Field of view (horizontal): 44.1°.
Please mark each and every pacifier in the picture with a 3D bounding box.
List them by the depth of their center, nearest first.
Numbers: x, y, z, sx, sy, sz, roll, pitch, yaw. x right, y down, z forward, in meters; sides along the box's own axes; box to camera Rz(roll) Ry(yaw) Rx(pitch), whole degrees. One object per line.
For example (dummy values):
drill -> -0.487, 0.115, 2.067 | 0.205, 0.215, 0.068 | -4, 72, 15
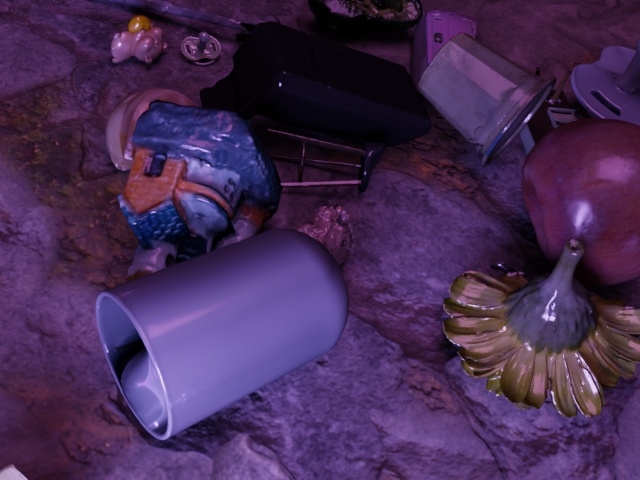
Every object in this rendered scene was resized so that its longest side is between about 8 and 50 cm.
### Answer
pacifier -> -0.240, -0.395, 1.602 | 0.083, 0.064, 0.068 | -10, 69, -21
pacifier -> 0.679, -0.345, 1.655 | 0.244, 0.233, 0.299 | 42, 54, 19

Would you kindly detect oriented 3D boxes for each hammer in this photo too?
hammer -> -0.301, -0.489, 1.676 | 0.427, 0.044, 0.152 | 16, 25, 9

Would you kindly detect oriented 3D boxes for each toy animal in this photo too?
toy animal -> -0.354, -0.390, 1.560 | 0.082, 0.091, 0.114 | 44, 51, 7

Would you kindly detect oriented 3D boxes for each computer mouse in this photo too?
computer mouse -> 0.279, -0.388, 1.709 | 0.158, 0.072, 0.310 | 9, 49, -3

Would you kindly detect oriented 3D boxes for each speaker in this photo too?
speaker -> -0.007, -0.258, 1.476 | 0.388, 0.184, 0.180 | 10, 45, -30

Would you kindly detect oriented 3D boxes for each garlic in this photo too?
garlic -> -0.295, -0.216, 1.396 | 0.128, 0.115, 0.206 | 37, 48, 28

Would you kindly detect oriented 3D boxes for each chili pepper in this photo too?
chili pepper -> 0.095, -0.512, 1.767 | 0.264, 0.116, 0.148 | -11, 64, -21

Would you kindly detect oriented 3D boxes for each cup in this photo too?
cup -> -0.124, 0.113, 1.081 | 0.312, 0.205, 0.205 | -22, 57, -31

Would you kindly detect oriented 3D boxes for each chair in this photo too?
chair -> 0.006, -0.134, 1.412 | 0.221, 0.104, 0.095 | 2, 74, -5

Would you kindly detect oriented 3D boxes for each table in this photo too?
table -> 0.478, -0.246, 1.602 | 0.121, 0.111, 0.240 | 3, 48, -12

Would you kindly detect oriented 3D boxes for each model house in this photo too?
model house -> -0.195, -0.020, 1.179 | 0.184, 0.253, 0.291 | 11, 63, 14

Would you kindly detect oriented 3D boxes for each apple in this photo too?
apple -> 0.471, -0.067, 1.317 | 0.235, 0.306, 0.306 | -16, 49, 8

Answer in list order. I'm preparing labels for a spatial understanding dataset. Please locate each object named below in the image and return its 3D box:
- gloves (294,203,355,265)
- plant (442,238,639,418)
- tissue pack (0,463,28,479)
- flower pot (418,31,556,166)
gloves -> -0.004, 0.006, 1.276 | 0.144, 0.110, 0.094 | -34, 68, -2
plant -> 0.334, 0.097, 1.215 | 0.306, 0.297, 0.261 | -22, 24, -11
tissue pack -> -0.382, 0.369, 0.816 | 0.125, 0.159, 0.234 | 38, 52, 20
flower pot -> 0.308, -0.281, 1.512 | 0.202, 0.212, 0.212 | 42, 53, 15
